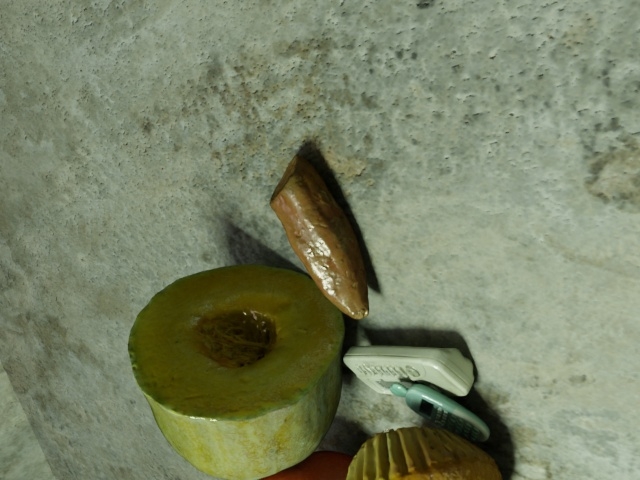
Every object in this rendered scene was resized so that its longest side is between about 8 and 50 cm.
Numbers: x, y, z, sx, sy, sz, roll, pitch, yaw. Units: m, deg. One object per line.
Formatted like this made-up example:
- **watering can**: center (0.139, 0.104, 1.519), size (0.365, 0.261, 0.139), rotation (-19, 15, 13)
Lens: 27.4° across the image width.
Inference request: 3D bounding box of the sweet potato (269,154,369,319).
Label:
- **sweet potato**: center (0.000, 0.000, 1.873), size (0.097, 0.097, 0.252), rotation (-24, 92, 59)

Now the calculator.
- **calculator**: center (0.165, 0.235, 1.820), size (0.153, 0.021, 0.095), rotation (29, 159, 13)

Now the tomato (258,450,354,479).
- **tomato**: center (-0.004, 0.504, 2.051), size (0.272, 0.341, 0.341), rotation (22, 132, 29)

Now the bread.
- **bread**: center (0.136, 0.339, 1.811), size (0.240, 0.240, 0.139), rotation (119, 141, -54)

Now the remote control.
- **remote control**: center (0.126, 0.180, 1.856), size (0.090, 0.049, 0.230), rotation (41, 156, -23)

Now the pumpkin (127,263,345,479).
- **pumpkin**: center (-0.119, 0.212, 1.989), size (0.332, 0.332, 0.199), rotation (34, 140, 39)
